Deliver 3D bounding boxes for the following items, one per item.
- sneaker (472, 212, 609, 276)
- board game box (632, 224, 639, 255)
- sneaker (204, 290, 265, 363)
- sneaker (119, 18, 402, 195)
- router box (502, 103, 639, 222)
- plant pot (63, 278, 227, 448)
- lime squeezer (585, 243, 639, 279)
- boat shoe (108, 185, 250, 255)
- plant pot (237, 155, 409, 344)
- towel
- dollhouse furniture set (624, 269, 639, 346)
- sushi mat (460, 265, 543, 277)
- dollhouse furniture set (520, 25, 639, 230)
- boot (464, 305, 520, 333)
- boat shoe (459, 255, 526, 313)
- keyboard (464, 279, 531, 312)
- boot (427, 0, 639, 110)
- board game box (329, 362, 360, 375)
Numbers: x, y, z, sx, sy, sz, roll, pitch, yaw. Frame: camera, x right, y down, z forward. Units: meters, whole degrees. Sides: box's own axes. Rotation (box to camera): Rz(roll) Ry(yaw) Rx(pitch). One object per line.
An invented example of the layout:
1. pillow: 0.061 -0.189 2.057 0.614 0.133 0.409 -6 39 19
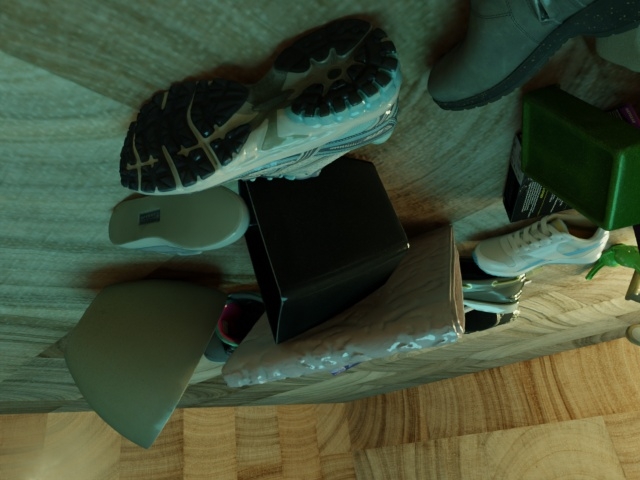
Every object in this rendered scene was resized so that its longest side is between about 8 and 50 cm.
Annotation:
1. sneaker: 0.386 0.000 0.788 0.229 0.087 0.092 -11 138 3
2. board game box: 0.444 -0.047 0.457 0.056 0.347 0.208 46 132 -8
3. sneaker: -0.175 0.190 0.931 0.296 0.123 0.178 -28 158 21
4. sneaker: -0.055 -0.090 0.427 0.283 0.110 0.122 -14 157 13
5. router box: 0.328 -0.094 0.602 0.133 0.046 0.179 -13 154 10
6. plant pot: -0.312 0.178 0.766 0.191 0.284 0.284 30 143 -12
7. lime squeezer: 0.664 0.058 0.968 0.059 0.110 0.310 -28 -177 5
8. boat shoe: -0.163 -0.022 0.548 0.228 0.079 0.081 -3 170 32
9. plant pot: 0.000 0.000 0.558 0.167 0.188 0.187 -13 156 -13
10. towel: 0.052 0.094 0.684 0.332 0.053 0.317 -20 -167 23
11. dollhouse furniture set: 0.773 0.064 0.870 0.174 0.303 0.355 24 162 22
12. sushi mat: 0.313 0.102 0.961 0.317 0.019 0.151 -30 137 22
13. dollhouse furniture set: 0.306 -0.186 0.379 0.198 0.151 0.301 -15 124 1
14. boot: 0.406 0.212 1.215 0.179 0.085 0.236 2 166 -44
15. boat shoe: 0.236 0.067 0.849 0.305 0.109 0.091 6 118 -1
16. keyboard: 0.412 0.136 1.063 0.256 0.014 0.072 -12 155 -36
17. boot: 0.115 -0.191 0.303 0.161 0.083 0.246 32 167 -16
18. board game box: 0.092 0.262 1.107 0.201 0.035 0.136 -28 138 7
